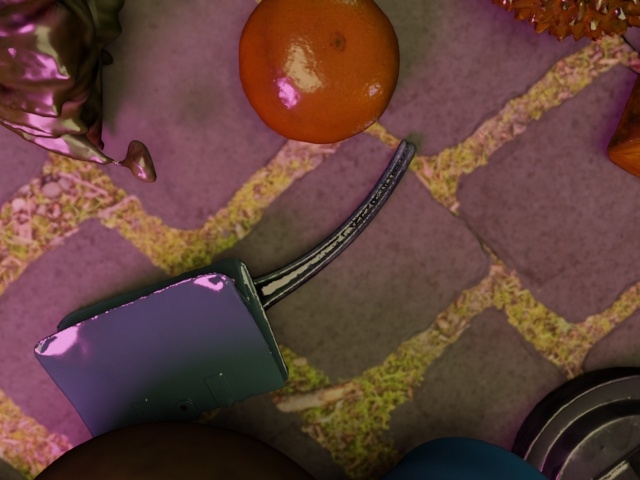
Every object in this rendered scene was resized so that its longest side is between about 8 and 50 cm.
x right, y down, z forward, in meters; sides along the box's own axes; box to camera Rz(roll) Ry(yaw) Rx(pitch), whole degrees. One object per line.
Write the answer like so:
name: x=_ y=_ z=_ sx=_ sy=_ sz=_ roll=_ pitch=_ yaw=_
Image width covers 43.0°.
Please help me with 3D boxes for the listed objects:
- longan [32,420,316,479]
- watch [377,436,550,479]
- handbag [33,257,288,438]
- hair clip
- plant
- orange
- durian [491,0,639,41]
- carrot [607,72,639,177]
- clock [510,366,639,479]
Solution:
longan: x=-0.125 y=0.324 z=0.705 sx=0.360 sy=0.361 sz=0.361 roll=-1 pitch=98 yaw=-6
watch: x=0.113 y=0.344 z=0.815 sx=0.305 sy=0.241 sz=0.275 roll=-7 pitch=100 yaw=35
handbag: x=-0.153 y=0.115 z=0.801 sx=0.221 sy=0.057 sz=0.144 roll=-21 pitch=104 yaw=13
hair clip: x=0.000 y=0.000 z=0.838 sx=0.275 sy=0.048 sz=0.083 roll=-39 pitch=90 yaw=-4
plant: x=-0.322 y=-0.151 z=0.679 sx=0.333 sy=0.180 sz=0.251 roll=-9 pitch=134 yaw=-12
orange: x=-0.003 y=-0.168 z=0.771 sx=0.156 sy=0.124 sz=0.156 roll=1 pitch=86 yaw=-20
durian: x=0.266 y=-0.322 z=0.723 sx=0.258 sy=0.258 sz=0.293 roll=24 pitch=102 yaw=-9
carrot: x=0.393 y=-0.205 z=0.815 sx=0.114 sy=0.114 sz=0.302 roll=22 pitch=95 yaw=-9
clock: x=0.339 y=0.275 z=0.901 sx=0.280 sy=0.055 sz=0.281 roll=-1 pitch=98 yaw=-6
